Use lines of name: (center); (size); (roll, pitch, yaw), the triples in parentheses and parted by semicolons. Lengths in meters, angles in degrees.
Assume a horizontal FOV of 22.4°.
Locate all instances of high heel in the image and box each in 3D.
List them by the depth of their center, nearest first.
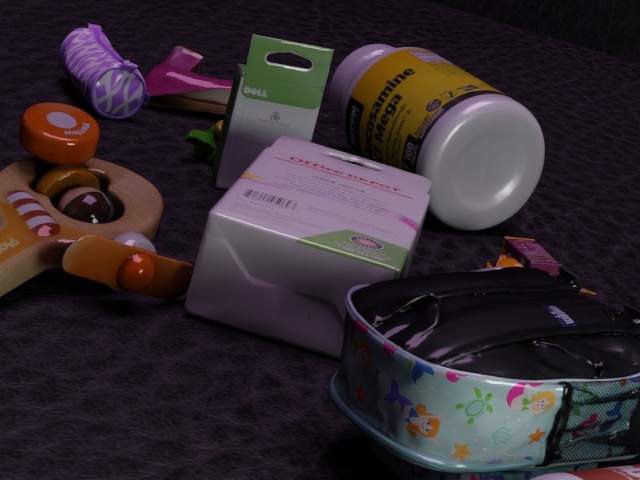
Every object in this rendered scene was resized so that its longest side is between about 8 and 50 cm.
high heel: (-0.140, -0.195, 2.350); (0.244, 0.082, 0.117); (29, 52, 3)

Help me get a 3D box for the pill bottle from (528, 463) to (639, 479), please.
pill bottle: (0.216, 0.236, 1.243); (0.216, 0.121, 0.121); (0, 23, -35)

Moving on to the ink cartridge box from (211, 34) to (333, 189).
ink cartridge box: (-0.062, -0.162, 2.055); (0.109, 0.209, 0.062); (10, 21, -12)

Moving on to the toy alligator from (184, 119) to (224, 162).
toy alligator: (-0.113, -0.132, 2.191); (0.190, 0.056, 0.051); (-12, 74, -55)

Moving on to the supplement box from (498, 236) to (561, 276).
supplement box: (0.250, 0.036, 1.951); (0.043, 0.055, 0.083); (5, 20, -20)

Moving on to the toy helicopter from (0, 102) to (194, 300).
toy helicopter: (-0.273, 0.011, 1.598); (0.235, 0.140, 0.355); (28, 32, 14)

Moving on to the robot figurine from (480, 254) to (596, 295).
robot figurine: (0.280, 0.110, 1.581); (0.291, 0.085, 0.211); (22, -18, 49)

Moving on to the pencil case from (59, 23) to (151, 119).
pencil case: (-0.312, -0.241, 2.299); (0.086, 0.088, 0.206); (6, 19, -28)

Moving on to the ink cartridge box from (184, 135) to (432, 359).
ink cartridge box: (0.000, 0.000, 1.773); (0.207, 0.119, 0.353); (17, 19, 6)

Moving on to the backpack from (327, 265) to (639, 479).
backpack: (0.134, 0.123, 1.400); (0.253, 0.191, 0.225); (3, 21, -36)

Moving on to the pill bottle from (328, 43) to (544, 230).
pill bottle: (0.146, -0.157, 2.226); (0.188, 0.188, 0.334); (3, 21, -29)
